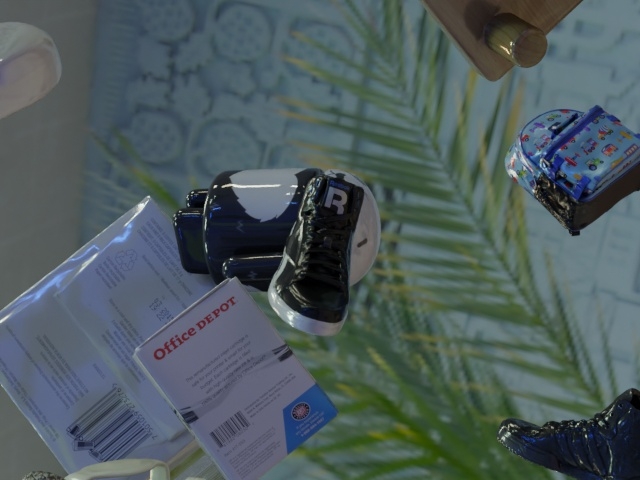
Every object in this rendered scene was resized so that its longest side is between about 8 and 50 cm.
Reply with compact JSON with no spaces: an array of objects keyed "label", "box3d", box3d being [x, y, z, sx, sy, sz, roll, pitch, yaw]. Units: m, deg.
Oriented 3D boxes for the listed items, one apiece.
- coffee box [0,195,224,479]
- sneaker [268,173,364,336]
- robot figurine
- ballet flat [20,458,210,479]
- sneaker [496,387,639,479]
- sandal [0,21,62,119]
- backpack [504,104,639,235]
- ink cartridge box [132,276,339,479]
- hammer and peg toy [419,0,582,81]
[{"label":"coffee box","box3d":[-0.248,0.196,2.006,0.338,0.337,0.334,-39,-17,-3]},{"label":"sneaker","box3d":[0.000,0.000,1.340,0.217,0.079,0.121,-95,21,-67]},{"label":"robot figurine","box3d":[-0.057,-0.017,1.813,0.173,0.278,0.209,56,-143,-63]},{"label":"ballet flat","box3d":[-0.189,0.355,1.584,0.483,0.164,0.182,31,-125,-54]},{"label":"sneaker","box3d":[0.227,0.150,1.034,0.051,0.170,0.089,5,-74,-61]},{"label":"sandal","box3d":[-0.370,-0.029,0.959,0.102,0.416,0.169,67,175,-28]},{"label":"backpack","box3d":[0.350,-0.119,1.852,0.158,0.173,0.117,-34,-31,-20]},{"label":"ink cartridge box","box3d":[-0.095,0.157,1.452,0.139,0.190,0.082,-37,-1,-13]},{"label":"hammer and peg toy","box3d":[0.129,-0.328,1.086,0.266,0.127,0.361,-44,-56,2]}]
